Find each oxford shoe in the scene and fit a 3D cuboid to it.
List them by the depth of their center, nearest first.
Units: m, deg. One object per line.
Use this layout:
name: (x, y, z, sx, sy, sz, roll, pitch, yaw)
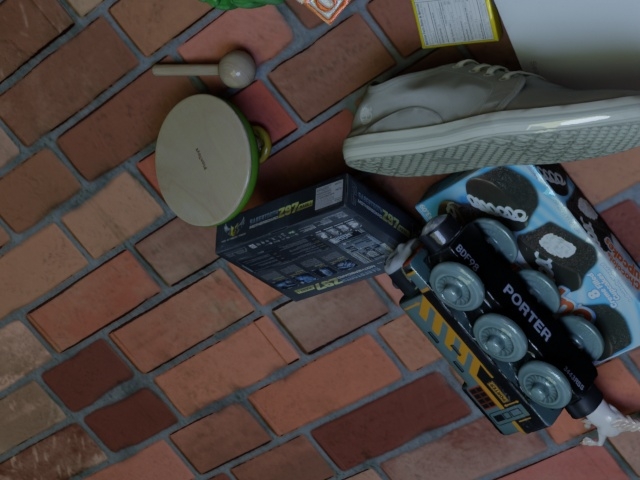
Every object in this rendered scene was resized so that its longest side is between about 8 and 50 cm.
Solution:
oxford shoe: (0.214, -0.160, 1.896, 0.449, 0.169, 0.130, -2, 76, 40)

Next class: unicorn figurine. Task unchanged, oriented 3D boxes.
unicorn figurine: (0.391, 0.242, 2.157, 0.162, 0.060, 0.111, 34, 147, -17)

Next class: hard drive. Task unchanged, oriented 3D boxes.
hard drive: (0.378, -0.265, 1.853, 0.308, 0.040, 0.203, -13, 114, 31)

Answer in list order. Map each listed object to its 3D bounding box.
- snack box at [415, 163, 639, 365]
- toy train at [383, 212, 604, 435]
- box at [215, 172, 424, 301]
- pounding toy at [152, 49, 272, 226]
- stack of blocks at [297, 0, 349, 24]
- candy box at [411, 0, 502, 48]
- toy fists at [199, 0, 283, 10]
snack box: (0.297, 0.026, 2.066, 0.187, 0.060, 0.322, -31, 104, 38)
toy train: (0.224, 0.114, 2.042, 0.334, 0.142, 0.190, 48, 142, -9)
box: (0.000, 0.000, 2.139, 0.233, 0.059, 0.183, -19, 144, 34)
pounding toy: (-0.132, -0.138, 2.158, 0.183, 0.110, 0.236, -4, 90, 40)
stack of blocks: (0.042, -0.426, 1.834, 0.171, 0.087, 0.297, 38, 114, -5)
candy box: (0.154, -0.339, 1.919, 0.105, 0.027, 0.205, -1, 120, 29)
toy fists: (-0.167, -0.379, 2.005, 0.279, 0.096, 0.142, 18, 127, 13)
